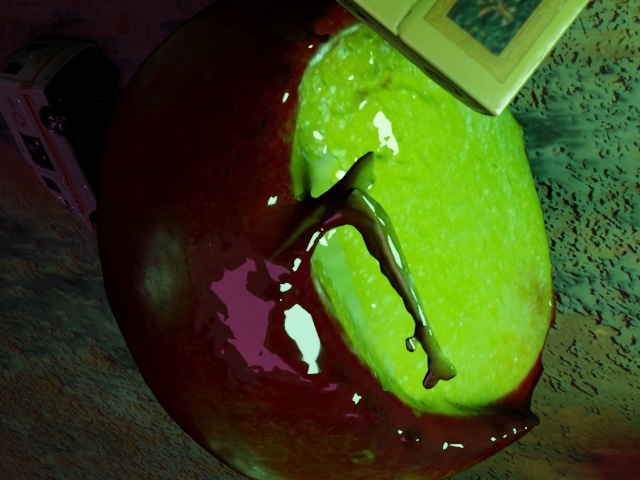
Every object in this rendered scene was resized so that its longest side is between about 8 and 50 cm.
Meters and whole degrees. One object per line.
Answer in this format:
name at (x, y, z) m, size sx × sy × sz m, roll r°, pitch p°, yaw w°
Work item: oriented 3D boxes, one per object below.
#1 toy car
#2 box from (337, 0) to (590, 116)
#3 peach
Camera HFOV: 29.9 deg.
toy car at (-0.240, -0.094, 1.173) m, size 0.108 × 0.089 × 0.210 m, roll 8°, pitch 136°, yaw 30°
box at (0.050, -0.226, 0.717) m, size 0.274 × 0.174 × 0.076 m, roll 38°, pitch -175°, yaw -10°
peach at (-0.007, 0.011, 0.915) m, size 0.310 × 0.335 × 0.406 m, roll -7°, pitch 133°, yaw 33°
